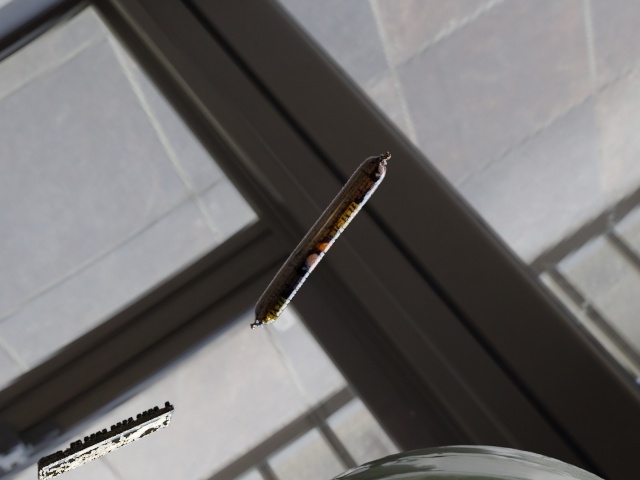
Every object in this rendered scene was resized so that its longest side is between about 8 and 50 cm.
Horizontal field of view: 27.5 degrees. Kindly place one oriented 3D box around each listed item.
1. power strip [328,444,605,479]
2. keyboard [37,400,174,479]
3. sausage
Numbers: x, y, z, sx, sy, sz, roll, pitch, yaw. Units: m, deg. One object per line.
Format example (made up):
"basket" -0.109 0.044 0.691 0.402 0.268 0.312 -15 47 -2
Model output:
"power strip" 0.084 0.282 0.663 0.357 0.357 0.161 -42 172 4
"keyboard" -0.282 0.265 1.715 0.195 0.018 0.060 -21 153 -28
"sausage" 0.000 0.000 1.153 0.198 0.025 0.028 -52 129 -1
